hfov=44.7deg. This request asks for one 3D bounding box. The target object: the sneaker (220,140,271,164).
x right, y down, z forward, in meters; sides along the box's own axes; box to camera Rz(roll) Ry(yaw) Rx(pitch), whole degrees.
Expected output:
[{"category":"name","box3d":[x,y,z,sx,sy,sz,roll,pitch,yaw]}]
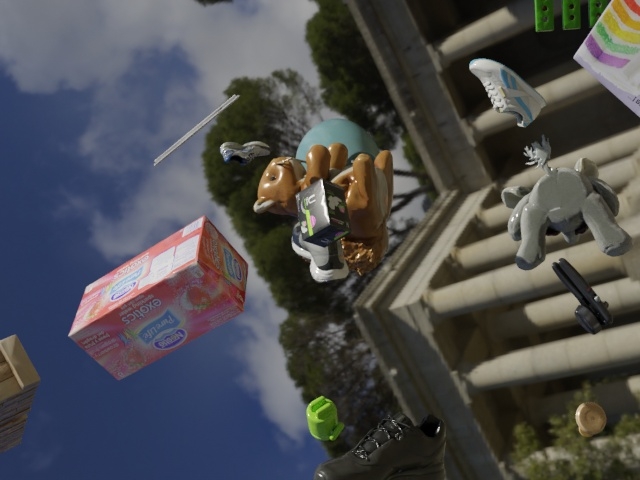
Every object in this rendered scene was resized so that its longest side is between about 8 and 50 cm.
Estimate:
[{"category":"sneaker","box3d":[-0.195,-0.224,2.056,0.135,0.052,0.058,-5,-118,-16]}]

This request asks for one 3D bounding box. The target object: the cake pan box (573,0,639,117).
[{"category":"cake pan box","box3d":[0.518,-0.258,1.100,0.070,0.245,0.267,-40,-101,-17]}]

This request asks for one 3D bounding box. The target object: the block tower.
[{"category":"block tower","box3d":[-0.560,0.282,1.332,0.097,0.335,0.091,-25,-107,-38]}]

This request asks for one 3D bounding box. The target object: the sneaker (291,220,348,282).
[{"category":"sneaker","box3d":[0.000,0.000,1.804,0.271,0.100,0.107,-129,35,-63]}]

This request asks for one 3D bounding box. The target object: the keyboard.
[{"category":"keyboard","box3d":[-0.290,-0.258,1.824,0.014,0.256,0.072,50,177,-6]}]

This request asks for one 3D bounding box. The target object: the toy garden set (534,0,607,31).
[{"category":"toy garden set","box3d":[0.660,-0.639,1.969,0.049,0.245,0.203,-90,-5,-83]}]

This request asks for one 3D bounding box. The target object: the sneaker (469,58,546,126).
[{"category":"sneaker","box3d":[0.481,-0.392,2.048,0.229,0.092,0.087,36,179,-5]}]

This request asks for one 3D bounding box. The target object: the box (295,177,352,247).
[{"category":"box","box3d":[0.004,-0.041,1.196,0.052,0.062,0.083,20,-129,-43]}]

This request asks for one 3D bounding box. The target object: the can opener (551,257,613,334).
[{"category":"can opener","box3d":[0.587,0.118,1.743,0.073,0.059,0.186,-30,-93,-40]}]

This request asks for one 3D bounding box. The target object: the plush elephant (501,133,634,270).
[{"category":"plush elephant","box3d":[0.604,-0.087,1.964,0.255,0.272,0.329,9,-116,-68]}]

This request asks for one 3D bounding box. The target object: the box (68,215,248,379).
[{"category":"box","box3d":[-0.294,0.109,1.441,0.142,0.300,0.154,51,-161,-28]}]

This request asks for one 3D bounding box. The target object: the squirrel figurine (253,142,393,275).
[{"category":"squirrel figurine","box3d":[0.004,-0.079,2.206,0.281,0.371,0.396,-43,-49,-66]}]

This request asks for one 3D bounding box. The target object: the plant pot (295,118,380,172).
[{"category":"plant pot","box3d":[0.089,-0.243,2.550,0.290,0.195,0.290,-8,-72,-23]}]

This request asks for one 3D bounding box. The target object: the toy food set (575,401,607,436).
[{"category":"toy food set","box3d":[0.682,0.448,1.961,0.083,0.020,0.083,-18,-103,-12]}]

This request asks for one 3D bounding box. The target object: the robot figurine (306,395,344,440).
[{"category":"robot figurine","box3d":[0.005,0.395,1.717,0.067,0.101,0.115,-30,-44,-24]}]

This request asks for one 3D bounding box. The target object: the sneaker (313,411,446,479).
[{"category":"sneaker","box3d":[0.107,0.364,1.340,0.286,0.109,0.130,-2,-75,-41]}]
